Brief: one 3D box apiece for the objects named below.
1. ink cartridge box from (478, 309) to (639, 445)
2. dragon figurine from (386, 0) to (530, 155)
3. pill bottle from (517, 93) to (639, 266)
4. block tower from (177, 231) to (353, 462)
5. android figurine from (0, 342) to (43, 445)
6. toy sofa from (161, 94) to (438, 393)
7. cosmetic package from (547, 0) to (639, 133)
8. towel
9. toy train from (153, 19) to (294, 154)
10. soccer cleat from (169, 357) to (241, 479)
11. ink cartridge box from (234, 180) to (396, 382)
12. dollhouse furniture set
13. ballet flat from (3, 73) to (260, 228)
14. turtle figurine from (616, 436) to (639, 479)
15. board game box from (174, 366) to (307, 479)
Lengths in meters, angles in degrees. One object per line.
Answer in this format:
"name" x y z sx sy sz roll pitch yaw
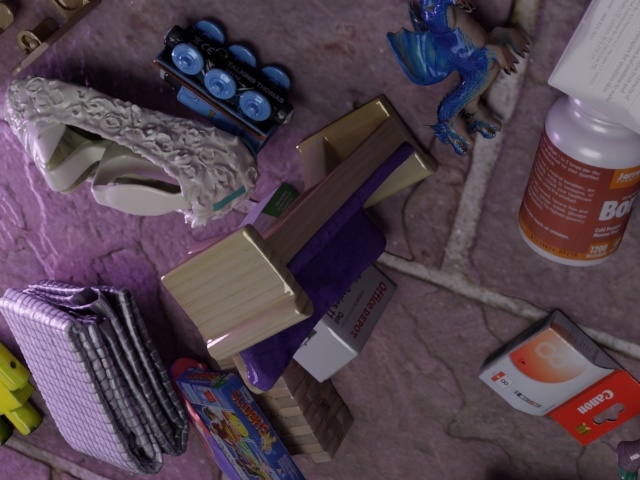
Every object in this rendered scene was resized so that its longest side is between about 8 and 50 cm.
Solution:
"ink cartridge box" 0.311 0.188 1.870 0.179 0.045 0.145 44 133 -5
"dragon figurine" 0.130 -0.224 1.620 0.144 0.085 0.289 -24 112 38
"pill bottle" 0.296 -0.086 1.614 0.121 0.121 0.216 21 132 12
"block tower" -0.078 0.153 2.013 0.097 0.091 0.335 -13 117 35
"android figurine" -0.568 0.212 2.339 0.248 0.056 0.273 -22 114 38
"toy sofa" 0.000 0.000 1.674 0.150 0.362 0.177 -29 101 39
"cosmetic package" 0.426 -0.152 1.435 0.366 0.197 0.155 28 120 3
"towel" -0.320 0.184 2.108 0.235 0.121 0.283 10 128 53
"toy train" -0.119 -0.186 1.786 0.184 0.080 0.105 34 139 0
"soccer cleat" -0.153 0.277 2.157 0.095 0.083 0.248 -21 115 42
"ink cartridge box" -0.022 0.052 1.866 0.208 0.153 0.087 43 131 -9
"dollhouse furniture set" -0.392 -0.289 1.815 0.144 0.123 0.151 -31 107 40
"ballet flat" -0.267 -0.109 1.833 0.409 0.147 0.147 15 131 31
"turtle figurine" 0.486 0.248 1.781 0.234 0.118 0.175 -14 157 36
"board game box" -0.109 0.267 2.040 0.136 0.035 0.201 1 127 57
